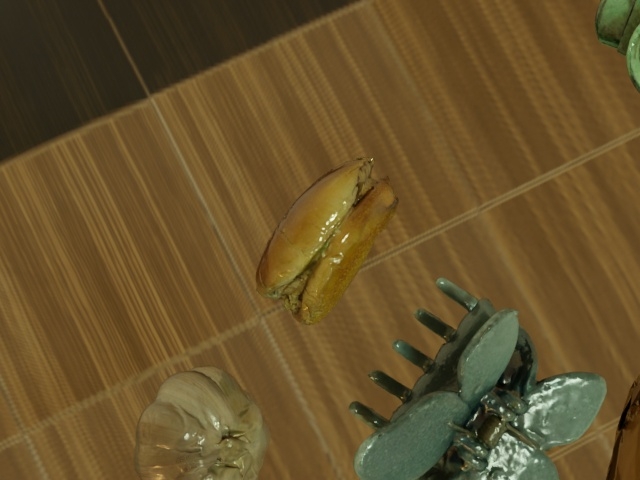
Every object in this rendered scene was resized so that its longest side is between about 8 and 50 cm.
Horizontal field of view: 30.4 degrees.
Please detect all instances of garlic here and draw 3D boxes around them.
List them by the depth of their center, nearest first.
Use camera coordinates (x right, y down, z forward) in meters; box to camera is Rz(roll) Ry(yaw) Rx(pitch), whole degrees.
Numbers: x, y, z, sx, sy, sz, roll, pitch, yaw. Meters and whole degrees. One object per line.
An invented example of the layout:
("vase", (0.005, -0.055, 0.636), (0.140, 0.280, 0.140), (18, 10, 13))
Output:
("garlic", (-0.165, 0.296, 1.695), (0.152, 0.228, 0.228), (-2, 74, 36))

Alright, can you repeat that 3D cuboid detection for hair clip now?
("hair clip", (0.211, 0.245, 1.761), (0.392, 0.238, 0.318), (34, 91, -30))

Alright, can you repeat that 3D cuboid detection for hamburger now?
("hamburger", (0.000, 0.000, 1.764), (0.144, 0.156, 0.283), (35, 107, 7))

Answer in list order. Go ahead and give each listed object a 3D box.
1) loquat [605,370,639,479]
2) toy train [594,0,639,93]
("loquat", (0.191, 0.101, 0.326), (0.235, 0.235, 0.235), (1, 78, -5))
("toy train", (0.311, -0.136, 0.697), (0.285, 0.116, 0.177), (25, 105, 27))
